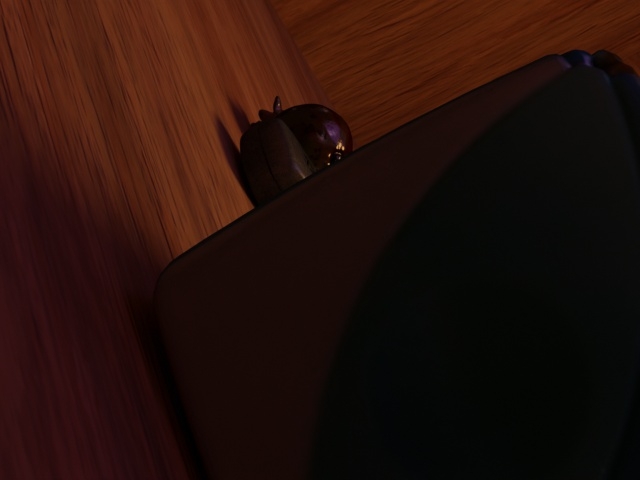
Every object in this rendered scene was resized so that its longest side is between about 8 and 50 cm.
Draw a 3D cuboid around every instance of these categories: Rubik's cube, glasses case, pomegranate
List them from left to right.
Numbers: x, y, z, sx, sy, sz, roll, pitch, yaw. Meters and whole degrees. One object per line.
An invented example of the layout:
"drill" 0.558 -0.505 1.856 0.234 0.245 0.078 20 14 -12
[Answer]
"pomegranate" -0.022 -0.130 1.716 0.129 0.129 0.159 60 -1 -28
"glasses case" 0.000 0.000 1.556 0.323 0.074 0.131 58 7 -35
"Rubik's cube" 0.128 0.122 0.856 0.347 0.351 0.352 65 4 18
